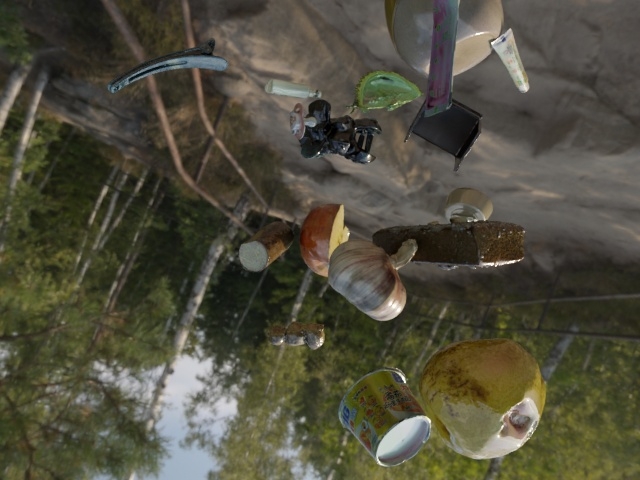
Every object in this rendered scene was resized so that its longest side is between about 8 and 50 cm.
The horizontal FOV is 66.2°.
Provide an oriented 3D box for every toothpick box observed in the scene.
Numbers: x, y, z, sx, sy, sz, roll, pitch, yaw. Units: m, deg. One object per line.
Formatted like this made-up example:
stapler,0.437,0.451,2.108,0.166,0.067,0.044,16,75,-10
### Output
toothpick box,0.436,-0.857,1.810,0.409,0.425,0.409,-19,170,-4

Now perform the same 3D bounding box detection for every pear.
pear,0.353,0.333,1.066,0.271,0.271,0.271,20,-177,-1

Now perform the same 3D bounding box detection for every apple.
apple,0.000,0.000,1.839,0.163,0.251,0.293,7,146,17

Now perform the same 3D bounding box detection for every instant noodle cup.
instant noodle cup,0.166,0.439,1.204,0.205,0.205,0.153,18,-162,-36

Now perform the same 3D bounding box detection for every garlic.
garlic,0.161,0.076,1.311,0.245,0.253,0.245,39,-158,-19

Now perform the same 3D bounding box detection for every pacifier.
pacifier,-0.049,-0.330,1.368,0.078,0.099,0.081,-6,-179,-24

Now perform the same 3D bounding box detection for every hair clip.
hair clip,0.043,-0.347,1.652,0.206,0.194,0.310,12,-178,-45
hair clip,-0.357,-0.397,1.131,0.275,0.083,0.048,-24,168,-18

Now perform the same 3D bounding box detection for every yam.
yam,-0.189,0.016,1.788,0.129,0.128,0.238,19,-152,18

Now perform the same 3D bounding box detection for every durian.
durian,0.138,-0.350,1.170,0.215,0.086,0.100,-18,-132,-19

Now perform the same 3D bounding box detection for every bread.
bread,0.323,0.007,1.321,0.165,0.113,0.416,0,180,-30

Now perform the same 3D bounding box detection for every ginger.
ginger,-0.087,0.336,1.740,0.204,0.104,0.080,3,-159,3

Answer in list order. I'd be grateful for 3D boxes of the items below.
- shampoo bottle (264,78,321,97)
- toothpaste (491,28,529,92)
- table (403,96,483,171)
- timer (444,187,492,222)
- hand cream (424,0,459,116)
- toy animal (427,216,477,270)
shampoo bottle,-0.060,-0.360,1.176,0.141,0.034,0.049,-1,175,-29
toothpaste,0.719,-0.657,1.833,0.056,0.058,0.314,11,165,40
table,0.504,-0.459,2.006,0.251,0.196,0.282,31,-149,1
timer,0.514,-0.044,1.810,0.175,0.266,0.175,22,148,14
hand cream,0.238,-0.384,0.951,0.050,0.275,0.079,4,-179,7
toy animal,0.422,0.011,1.562,0.121,0.168,0.233,-11,178,-6
